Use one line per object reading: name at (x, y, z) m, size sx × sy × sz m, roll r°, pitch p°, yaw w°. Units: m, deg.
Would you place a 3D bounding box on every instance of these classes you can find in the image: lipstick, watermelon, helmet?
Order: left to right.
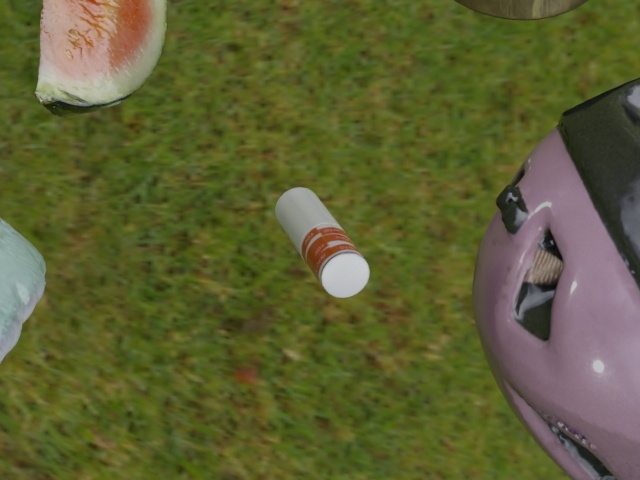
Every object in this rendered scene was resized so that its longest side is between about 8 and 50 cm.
watermelon at (-0.179, -0.189, 1.403) m, size 0.119 × 0.063 × 0.245 m, roll 41°, pitch 43°, yaw -45°
lipstick at (0.000, 0.000, 1.362) m, size 0.038 × 0.130 × 0.038 m, roll -7°, pitch 115°, yaw -15°
helmet at (0.160, 0.054, 0.779) m, size 0.154 × 0.198 × 0.253 m, roll -25°, pitch 122°, yaw 7°

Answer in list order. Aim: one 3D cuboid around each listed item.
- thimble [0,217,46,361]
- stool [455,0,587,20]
thimble at (-0.269, 0.055, 1.011) m, size 0.150 × 0.237 × 0.237 m, roll 39°, pitch 73°, yaw -15°
stool at (0.175, -0.335, 1.471) m, size 0.179 × 0.264 × 0.179 m, roll 1°, pitch 55°, yaw -1°
